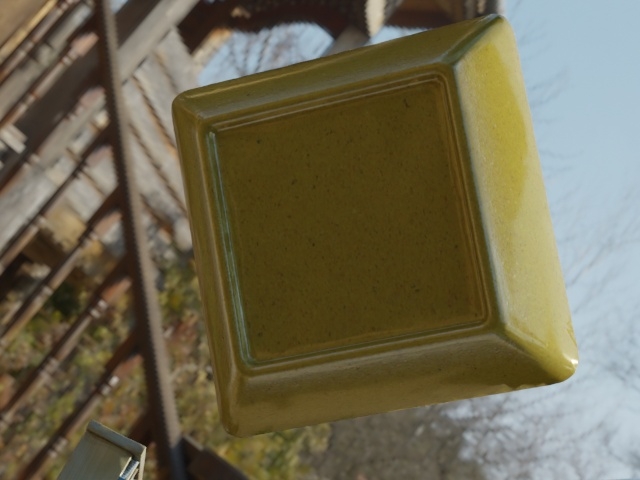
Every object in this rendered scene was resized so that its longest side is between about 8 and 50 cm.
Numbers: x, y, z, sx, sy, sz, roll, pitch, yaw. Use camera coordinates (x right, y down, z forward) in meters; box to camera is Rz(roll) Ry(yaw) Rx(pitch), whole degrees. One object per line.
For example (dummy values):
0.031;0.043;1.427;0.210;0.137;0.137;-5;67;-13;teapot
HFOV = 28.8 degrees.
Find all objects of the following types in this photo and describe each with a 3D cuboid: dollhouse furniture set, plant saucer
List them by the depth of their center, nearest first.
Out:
0.029;-0.013;1.093;0.081;0.333;0.332;15;63;-73;plant saucer
-0.189;0.301;1.295;0.184;0.129;0.129;26;-29;4;dollhouse furniture set

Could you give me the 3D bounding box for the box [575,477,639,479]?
0.274;0.431;1.209;0.191;0.381;0.143;10;6;-44;box
